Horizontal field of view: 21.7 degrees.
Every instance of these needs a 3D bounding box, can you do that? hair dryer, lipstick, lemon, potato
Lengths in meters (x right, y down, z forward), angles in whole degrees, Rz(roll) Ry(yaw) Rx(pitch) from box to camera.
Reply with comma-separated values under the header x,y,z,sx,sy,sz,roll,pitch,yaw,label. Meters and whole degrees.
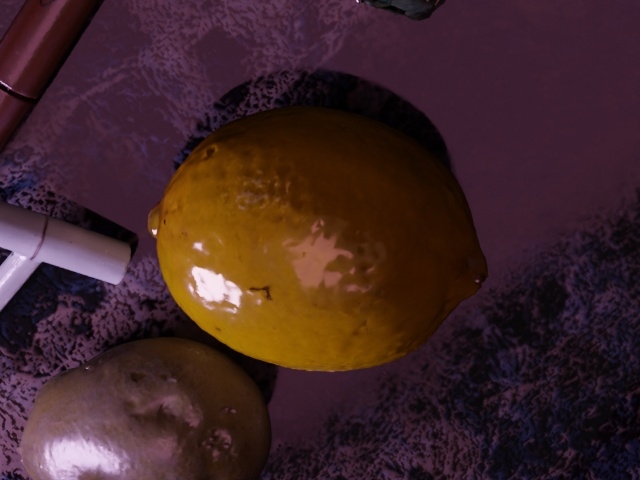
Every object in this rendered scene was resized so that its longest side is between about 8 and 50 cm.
x,y,z,sx,sy,sz,roll,pitch,yaw,label
-0.279,0.050,1.537,0.155,0.044,0.183,19,122,-18,hair dryer
-0.247,-0.179,1.469,0.057,0.057,0.356,33,103,-8,lipstick
-0.005,-0.001,1.426,0.263,0.236,0.236,31,102,-14,lemon
-0.158,0.178,1.513,0.235,0.160,0.177,-3,84,11,potato

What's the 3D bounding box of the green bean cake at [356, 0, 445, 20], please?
x,y,z,sx,sy,sz,roll,pitch,yaw,label
0.049,-0.334,1.358,0.255,0.132,0.241,40,106,22,green bean cake
